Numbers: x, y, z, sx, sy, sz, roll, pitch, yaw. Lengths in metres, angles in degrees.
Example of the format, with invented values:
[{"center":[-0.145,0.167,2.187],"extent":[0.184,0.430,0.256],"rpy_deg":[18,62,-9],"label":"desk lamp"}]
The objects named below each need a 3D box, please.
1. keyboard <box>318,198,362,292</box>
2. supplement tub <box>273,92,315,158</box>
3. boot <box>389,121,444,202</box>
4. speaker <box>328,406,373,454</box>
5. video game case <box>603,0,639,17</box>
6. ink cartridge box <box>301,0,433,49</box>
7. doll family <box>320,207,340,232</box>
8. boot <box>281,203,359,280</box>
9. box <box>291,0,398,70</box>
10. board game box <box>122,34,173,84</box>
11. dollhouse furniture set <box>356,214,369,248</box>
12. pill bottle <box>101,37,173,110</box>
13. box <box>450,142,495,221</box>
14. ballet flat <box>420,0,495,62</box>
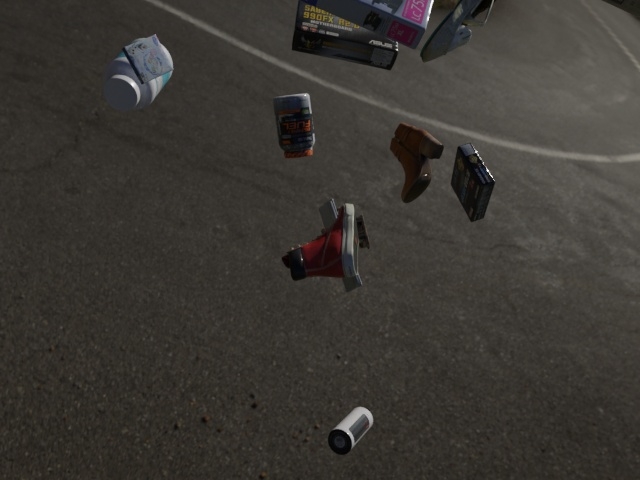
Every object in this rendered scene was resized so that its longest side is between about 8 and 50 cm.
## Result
[{"center":[0.052,0.014,1.527],"extent":[0.014,0.072,0.256],"rpy_deg":[-11,76,-30],"label":"keyboard"},{"center":[-0.080,-0.358,1.728],"extent":[0.117,0.190,0.117],"rpy_deg":[-7,15,2],"label":"supplement tub"},{"center":[0.242,-0.217,1.531],"extent":[0.073,0.197,0.152],"rpy_deg":[5,28,-48],"label":"boot"},{"center":[0.066,0.403,1.178],"extent":[0.055,0.055,0.136],"rpy_deg":[45,19,15],"label":"speaker"},{"center":[0.364,-0.267,0.551],"extent":[0.201,0.023,0.183],"rpy_deg":[32,4,11],"label":"video game case"},{"center":[0.081,-0.525,1.134],"extent":[0.311,0.065,0.185],"rpy_deg":[20,57,-3],"label":"ink cartridge box"},{"center":[0.069,-0.024,2.077],"extent":[0.111,0.193,0.076],"rpy_deg":[44,-8,-38],"label":"doll family"},{"center":[0.000,0.000,1.303],"extent":[0.176,0.088,0.244],"rpy_deg":[-7,35,12],"label":"boot"},{"center":[0.058,-0.485,1.249],"extent":[0.231,0.056,0.183],"rpy_deg":[10,56,-8],"label":"box"},{"center":[-0.413,-0.434,1.325],"extent":[0.090,0.020,0.090],"rpy_deg":[-39,114,-32],"label":"board game box"},{"center":[0.128,0.000,2.255],"extent":[0.129,0.183,0.129],"rpy_deg":[-12,68,2],"label":"dollhouse furniture set"},{"center":[-0.516,-0.458,1.546],"extent":[0.146,0.146,0.264],"rpy_deg":[23,35,-12],"label":"pill bottle"},{"center":[0.504,-0.192,1.848],"extent":[0.051,0.220,0.175],"rpy_deg":[-18,61,-5],"label":"box"},{"center":[0.212,-0.324,0.817],"extent":[0.052,0.057,0.168],"rpy_deg":[34,81,10],"label":"ballet flat"}]
